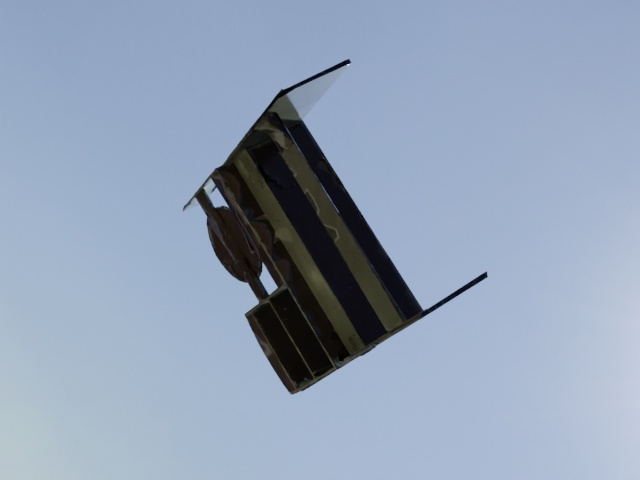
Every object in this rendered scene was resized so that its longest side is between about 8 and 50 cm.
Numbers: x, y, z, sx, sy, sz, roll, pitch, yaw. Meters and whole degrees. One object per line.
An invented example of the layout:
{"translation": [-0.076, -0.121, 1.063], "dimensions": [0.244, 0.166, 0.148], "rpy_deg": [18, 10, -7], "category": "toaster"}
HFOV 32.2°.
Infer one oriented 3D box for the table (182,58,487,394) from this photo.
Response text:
{"translation": [0.000, 0.000, 0.675], "dimensions": [0.146, 0.062, 0.175], "rpy_deg": [58, -30, 5], "category": "table"}
